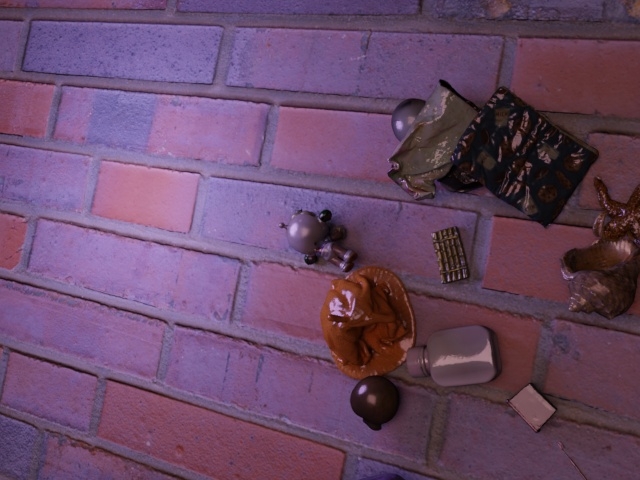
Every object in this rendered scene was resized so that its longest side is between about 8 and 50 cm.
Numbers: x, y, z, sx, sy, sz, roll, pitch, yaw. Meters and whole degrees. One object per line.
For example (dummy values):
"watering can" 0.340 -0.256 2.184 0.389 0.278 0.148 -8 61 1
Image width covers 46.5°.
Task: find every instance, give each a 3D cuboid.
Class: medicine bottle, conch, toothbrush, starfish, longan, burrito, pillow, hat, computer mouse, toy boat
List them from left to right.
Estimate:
"hat" 0.060 0.172 1.558 0.244 0.233 0.233 -47 66 12
"longan" 0.115 0.347 1.588 0.106 0.106 0.119 10 104 26
"burrito" 0.233 -0.201 1.534 0.144 0.089 0.229 36 103 -6
"toy boat" 0.277 0.031 1.590 0.063 0.016 0.115 -17 78 23
"medicine bottle" 0.274 0.242 1.539 0.183 0.069 0.119 -12 80 23
"computer mouse" 0.336 -0.167 1.562 0.192 0.062 0.105 -23 76 27
"pillow" 0.405 -0.166 1.485 0.256 0.034 0.189 34 94 -5
"toothbrush" 0.493 0.434 1.447 0.008 0.006 0.097 -39 70 12
"conch" 0.535 0.061 1.405 0.207 0.130 0.155 -40 72 -10
"starfish" 0.611 -0.063 1.409 0.190 0.074 0.146 7 74 25

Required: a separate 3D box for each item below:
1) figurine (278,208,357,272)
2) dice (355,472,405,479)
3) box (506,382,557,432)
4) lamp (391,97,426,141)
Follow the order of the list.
"figurine" 0.000 -0.001 1.688 0.197 0.093 0.147 29 119 17
"dice" 0.067 0.630 1.479 0.270 0.271 0.270 -24 75 21
"box" 0.420 0.328 1.468 0.063 0.060 0.084 -45 67 6
"lamp" 0.204 -0.256 1.609 0.105 0.105 0.105 -3 83 25
